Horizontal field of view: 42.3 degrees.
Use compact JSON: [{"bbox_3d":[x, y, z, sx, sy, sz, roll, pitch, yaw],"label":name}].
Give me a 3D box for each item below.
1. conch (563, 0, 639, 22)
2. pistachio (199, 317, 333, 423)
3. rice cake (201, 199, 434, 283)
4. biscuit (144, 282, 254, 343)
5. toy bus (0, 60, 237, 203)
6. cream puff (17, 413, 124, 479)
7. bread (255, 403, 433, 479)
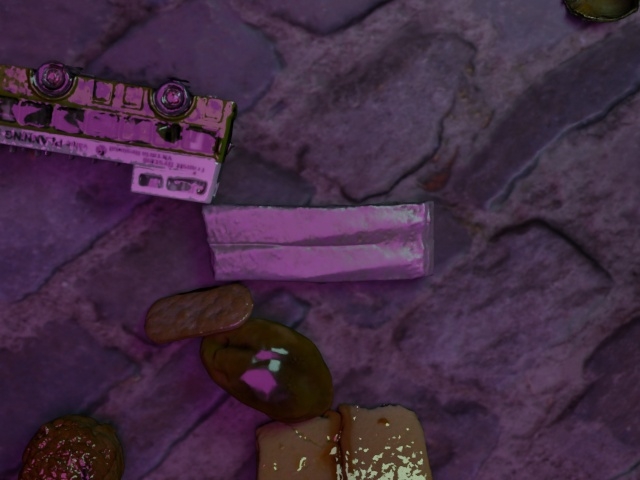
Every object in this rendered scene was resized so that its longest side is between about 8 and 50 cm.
[{"bbox_3d":[0.374,-0.322,1.053,0.121,0.074,0.089,-27,63,18],"label":"conch"},{"bbox_3d":[-0.060,0.161,1.046,0.189,0.100,0.110,33,92,-7],"label":"pistachio"},{"bbox_3d":[-0.001,0.002,1.061,0.298,0.050,0.106,-1,95,-6],"label":"rice cake"},{"bbox_3d":[-0.154,0.091,1.041,0.147,0.071,0.018,-12,141,8],"label":"biscuit"},{"bbox_3d":[-0.255,-0.135,0.994,0.302,0.113,0.139,9,95,-4],"label":"toy bus"},{"bbox_3d":[-0.313,0.294,1.031,0.126,0.103,0.144,11,100,-8],"label":"cream puff"},{"bbox_3d":[0.034,0.322,1.110,0.240,0.135,0.178,-2,63,-5],"label":"bread"}]
